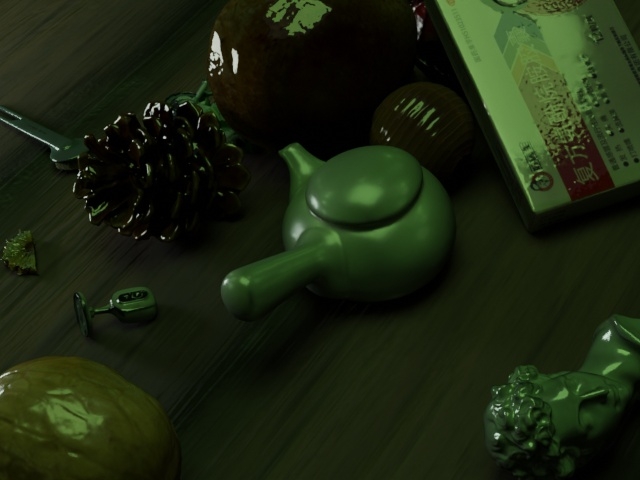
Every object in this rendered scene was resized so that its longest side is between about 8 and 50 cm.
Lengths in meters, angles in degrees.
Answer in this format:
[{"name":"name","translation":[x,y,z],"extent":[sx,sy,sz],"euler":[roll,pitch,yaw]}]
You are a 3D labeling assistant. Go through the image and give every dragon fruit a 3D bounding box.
[{"name":"dragon fruit","translation":[0.195,-0.284,2.043],"extent":[0.188,0.182,0.182],"euler":[-17,23,49]}]

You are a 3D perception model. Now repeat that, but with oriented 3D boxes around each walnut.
[{"name":"walnut","translation":[-0.241,0.214,1.503],"extent":[0.221,0.195,0.195],"euler":[21,47,21]}]

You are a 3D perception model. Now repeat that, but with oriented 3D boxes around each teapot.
[{"name":"teapot","translation":[0.034,0.004,1.741],"extent":[0.220,0.149,0.318],"euler":[-1,38,16]}]

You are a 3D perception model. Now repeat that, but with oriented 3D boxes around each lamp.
[{"name":"lamp","translation":[0.128,-0.130,1.901],"extent":[0.136,0.136,0.136],"euler":[-7,38,6]}]

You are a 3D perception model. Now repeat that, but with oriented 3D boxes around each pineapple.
[{"name":"pineapple","translation":[-0.383,0.018,1.938],"extent":[0.045,0.019,0.083],"euler":[-11,40,-4]}]

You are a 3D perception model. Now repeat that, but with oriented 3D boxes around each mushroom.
[{"name":"mushroom","translation":[0.008,-0.225,1.961],"extent":[0.283,0.263,0.195],"euler":[5,23,-46]}]

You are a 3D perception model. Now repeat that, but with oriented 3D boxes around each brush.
[{"name":"brush","translation":[-0.405,-0.153,2.165],"extent":[0.062,0.027,0.266],"euler":[-33,39,-27]}]

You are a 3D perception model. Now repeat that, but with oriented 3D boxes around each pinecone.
[{"name":"pinecone","translation":[-0.209,-0.080,1.899],"extent":[0.185,0.169,0.212],"euler":[1,24,39]}]

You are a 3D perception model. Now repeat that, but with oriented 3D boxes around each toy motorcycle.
[{"name":"toy motorcycle","translation":[-0.138,-0.161,2.066],"extent":[0.106,0.074,0.190],"euler":[-16,36,-22]}]

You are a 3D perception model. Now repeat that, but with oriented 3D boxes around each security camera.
[{"name":"security camera","translation":[-0.241,0.077,1.805],"extent":[0.092,0.058,0.058],"euler":[-15,37,-19]}]

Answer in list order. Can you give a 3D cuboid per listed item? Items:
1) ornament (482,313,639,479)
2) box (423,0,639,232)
[{"name":"ornament","translation":[0.283,0.149,1.525],"extent":[0.285,0.130,0.120],"euler":[-23,55,-27]},{"name":"box","translation":[0.289,-0.201,1.881],"extent":[0.214,0.069,0.353],"euler":[-18,66,-9]}]
